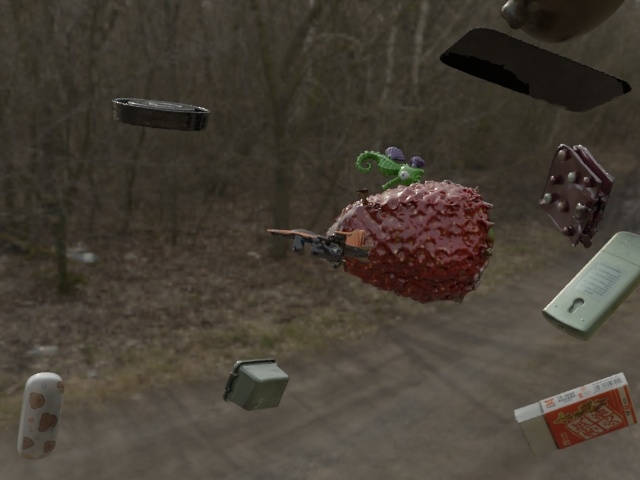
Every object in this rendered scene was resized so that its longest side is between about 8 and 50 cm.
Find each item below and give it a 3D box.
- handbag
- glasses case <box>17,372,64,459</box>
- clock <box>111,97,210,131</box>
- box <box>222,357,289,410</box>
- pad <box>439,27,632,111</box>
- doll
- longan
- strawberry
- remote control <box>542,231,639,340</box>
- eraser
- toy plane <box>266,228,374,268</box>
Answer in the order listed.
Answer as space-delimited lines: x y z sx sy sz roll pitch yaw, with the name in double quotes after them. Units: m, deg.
0.636 -0.113 2.234 0.074 0.203 0.216 -1 37 -15 "handbag"
-0.468 0.294 1.494 0.063 0.164 0.041 4 23 -28 "glasses case"
-0.301 -0.236 1.682 0.185 0.040 0.184 8 12 -2 "clock"
-0.165 0.389 2.386 0.093 0.124 0.172 30 15 33 "box"
0.296 -0.259 1.373 0.250 0.055 0.323 18 9 -11 "pad"
0.168 -0.172 2.158 0.190 0.050 0.115 31 68 34 "doll"
0.474 -0.521 1.744 0.300 0.300 0.243 -9 53 -45 "longan"
0.191 -0.015 1.893 0.344 0.292 0.292 11 9 -9 "strawberry"
0.502 0.078 1.587 0.233 0.038 0.098 -42 42 -17 "remote control"
0.526 0.360 1.830 0.230 0.157 0.038 -22 44 11 "eraser"
-0.001 0.010 1.565 0.189 0.062 0.135 3 -25 -5 "toy plane"
